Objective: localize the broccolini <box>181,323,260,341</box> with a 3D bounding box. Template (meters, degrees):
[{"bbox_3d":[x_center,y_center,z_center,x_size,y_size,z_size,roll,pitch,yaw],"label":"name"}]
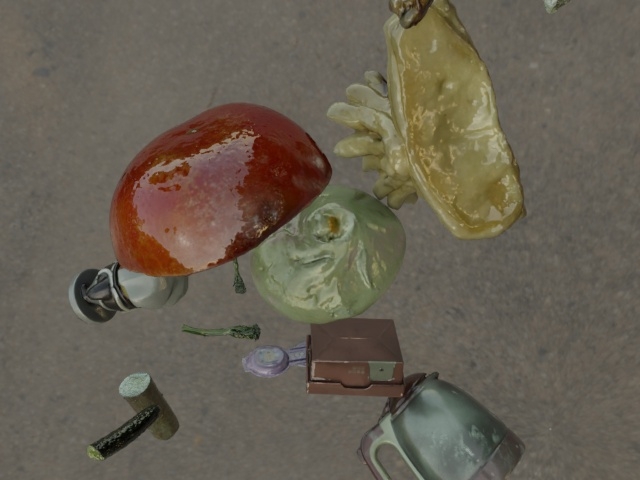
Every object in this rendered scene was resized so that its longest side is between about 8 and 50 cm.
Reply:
[{"bbox_3d":[-0.290,0.264,2.076,0.239,0.051,0.054,2,76,10],"label":"broccolini"}]

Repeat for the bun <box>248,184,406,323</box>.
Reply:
[{"bbox_3d":[0.000,0.000,1.237,0.283,0.179,0.283,-8,52,11],"label":"bun"}]

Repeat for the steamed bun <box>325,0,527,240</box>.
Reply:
[{"bbox_3d":[0.165,-0.174,1.185,0.247,0.428,0.189,-34,25,-8],"label":"steamed bun"}]

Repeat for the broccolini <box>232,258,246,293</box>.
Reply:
[{"bbox_3d":[-0.211,0.084,1.835,0.030,0.035,0.140,-46,36,26],"label":"broccolini"}]

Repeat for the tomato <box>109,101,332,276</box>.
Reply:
[{"bbox_3d":[-0.156,-0.095,0.996,0.338,0.143,0.338,-19,29,11],"label":"tomato"}]

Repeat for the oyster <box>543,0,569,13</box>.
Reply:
[{"bbox_3d":[0.306,-0.359,0.906,0.098,0.037,0.100,-35,87,44],"label":"oyster"}]

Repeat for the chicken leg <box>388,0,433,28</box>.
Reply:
[{"bbox_3d":[0.145,-0.328,0.779,0.107,0.251,0.087,-36,85,-33],"label":"chicken leg"}]

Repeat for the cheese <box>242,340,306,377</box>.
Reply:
[{"bbox_3d":[-0.106,0.305,1.822,0.191,0.042,0.105,-7,42,-14],"label":"cheese"}]

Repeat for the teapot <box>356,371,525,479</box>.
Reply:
[{"bbox_3d":[0.263,0.484,1.677,0.315,0.233,0.312,-43,76,-12],"label":"teapot"}]

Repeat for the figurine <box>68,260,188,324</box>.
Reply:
[{"bbox_3d":[-0.367,0.085,1.412,0.236,0.176,0.133,-19,87,30],"label":"figurine"}]

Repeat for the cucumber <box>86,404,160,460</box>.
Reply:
[{"bbox_3d":[-0.478,0.475,1.765,0.058,0.215,0.052,28,126,27],"label":"cucumber"}]

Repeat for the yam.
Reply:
[{"bbox_3d":[-0.479,0.475,2.012,0.093,0.259,0.093,-9,44,8],"label":"yam"}]

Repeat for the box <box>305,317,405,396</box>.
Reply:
[{"bbox_3d":[0.075,0.255,1.596,0.215,0.215,0.086,3,112,-2],"label":"box"}]
